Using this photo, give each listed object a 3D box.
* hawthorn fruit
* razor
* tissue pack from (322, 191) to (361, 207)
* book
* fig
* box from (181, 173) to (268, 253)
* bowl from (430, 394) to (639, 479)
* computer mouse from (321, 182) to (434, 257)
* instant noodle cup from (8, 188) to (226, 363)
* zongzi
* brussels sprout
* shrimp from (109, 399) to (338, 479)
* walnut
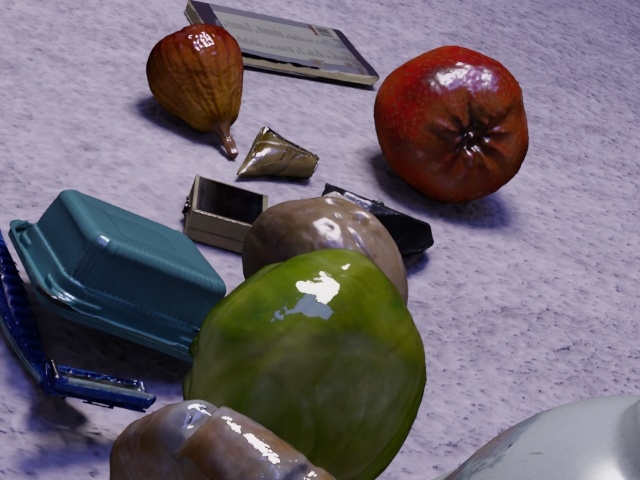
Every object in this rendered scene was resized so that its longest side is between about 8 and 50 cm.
[{"bbox_3d":[0.142,-0.138,1.693,0.179,0.179,0.200,9,9,-22],"label":"hawthorn fruit"},{"bbox_3d":[-0.248,0.048,1.194,0.093,0.056,0.324,18,19,-42],"label":"razor"},{"bbox_3d":[0.000,0.000,1.417,0.042,0.083,0.062,33,30,20],"label":"tissue pack"},{"bbox_3d":[-0.052,-0.257,1.919,0.231,0.026,0.157,7,28,-26],"label":"book"},{"bbox_3d":[-0.120,-0.177,1.622,0.153,0.119,0.119,36,31,24],"label":"fig"},{"bbox_3d":[-0.096,-0.025,1.449,0.083,0.035,0.079,16,28,-11],"label":"box"},{"bbox_3d":[0.278,0.233,1.068,0.435,0.196,0.434,17,27,-9],"label":"bowl"},{"bbox_3d":[0.057,-0.013,1.506,0.099,0.057,0.172,21,2,33],"label":"computer mouse"},{"bbox_3d":[-0.162,0.023,1.221,0.179,0.070,0.157,22,14,-33],"label":"instant noodle cup"},{"bbox_3d":[-0.045,-0.080,1.587,0.076,0.040,0.083,27,39,-3],"label":"zongzi"},{"bbox_3d":[-0.017,0.108,1.064,0.161,0.223,0.223,26,27,19],"label":"brussels sprout"},{"bbox_3d":[0.030,0.276,0.835,0.445,0.221,0.110,47,48,10],"label":"shrimp"},{"bbox_3d":[0.005,0.033,1.308,0.162,0.140,0.140,26,27,28],"label":"walnut"}]
